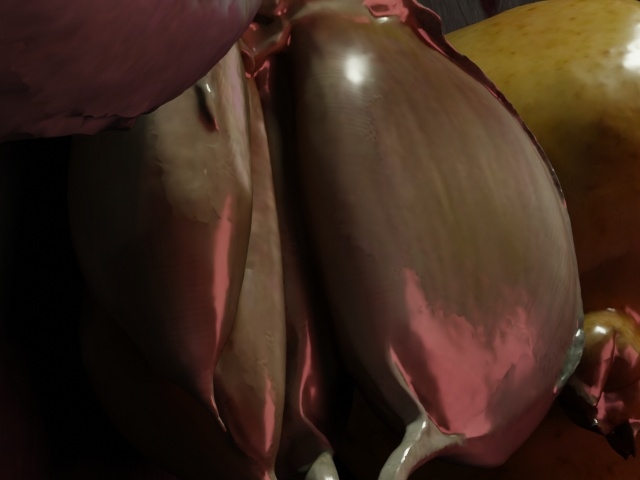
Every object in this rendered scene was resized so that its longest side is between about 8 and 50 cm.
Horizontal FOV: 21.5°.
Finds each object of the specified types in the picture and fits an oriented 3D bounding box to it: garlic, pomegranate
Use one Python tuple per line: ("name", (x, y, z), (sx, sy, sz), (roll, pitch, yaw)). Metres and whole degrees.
("garlic", (0.000, 0.000, 0.728), (0.237, 0.210, 0.291), (48, 28, -71))
("pomegranate", (0.144, 0.025, 0.960), (0.342, 0.343, 0.342), (-8, 90, -73))

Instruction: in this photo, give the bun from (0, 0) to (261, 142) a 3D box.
("bun", (-0.129, -0.175, 0.410), (0.354, 0.194, 0.354), (-11, 90, -75))
